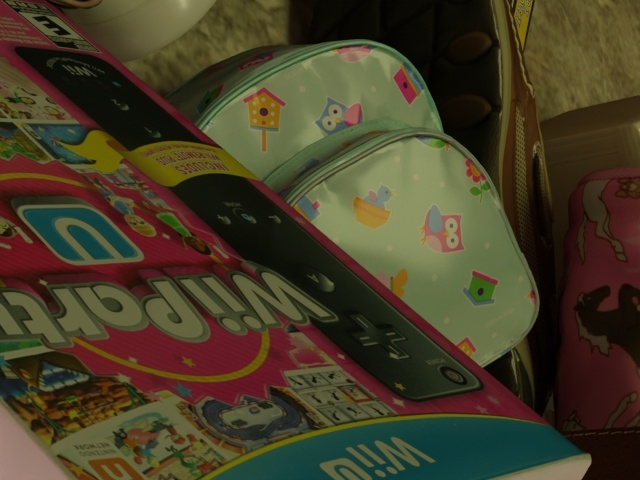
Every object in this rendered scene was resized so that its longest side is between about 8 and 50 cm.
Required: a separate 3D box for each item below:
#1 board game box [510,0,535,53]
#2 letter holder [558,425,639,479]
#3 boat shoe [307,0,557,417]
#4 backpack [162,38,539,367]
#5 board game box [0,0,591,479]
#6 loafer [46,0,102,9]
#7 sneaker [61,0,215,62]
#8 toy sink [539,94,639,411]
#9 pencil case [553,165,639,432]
[{"bbox_3d":[0.091,-0.217,1.104,0.141,0.048,0.170,49,45,-39],"label":"board game box"},{"bbox_3d":[0.079,0.204,0.750,0.152,0.302,0.214,62,38,-24],"label":"letter holder"},{"bbox_3d":[0.071,-0.027,0.978,0.120,0.122,0.324,-12,100,-61],"label":"boat shoe"},{"bbox_3d":[0.000,0.000,0.820,0.166,0.144,0.188,-32,101,-20],"label":"backpack"},{"bbox_3d":[-0.092,0.025,0.577,0.303,0.097,0.224,42,24,27],"label":"board game box"},{"bbox_3d":[-0.142,-0.131,0.715,0.125,0.039,0.045,25,100,-22],"label":"loafer"},{"bbox_3d":[-0.074,-0.243,0.825,0.169,0.108,0.292,55,43,-35],"label":"sneaker"},{"bbox_3d":[0.204,0.032,1.125,0.153,0.131,0.234,-27,103,-53],"label":"toy sink"},{"bbox_3d":[0.202,0.143,0.914,0.160,0.167,0.386,59,32,-77],"label":"pencil case"}]
